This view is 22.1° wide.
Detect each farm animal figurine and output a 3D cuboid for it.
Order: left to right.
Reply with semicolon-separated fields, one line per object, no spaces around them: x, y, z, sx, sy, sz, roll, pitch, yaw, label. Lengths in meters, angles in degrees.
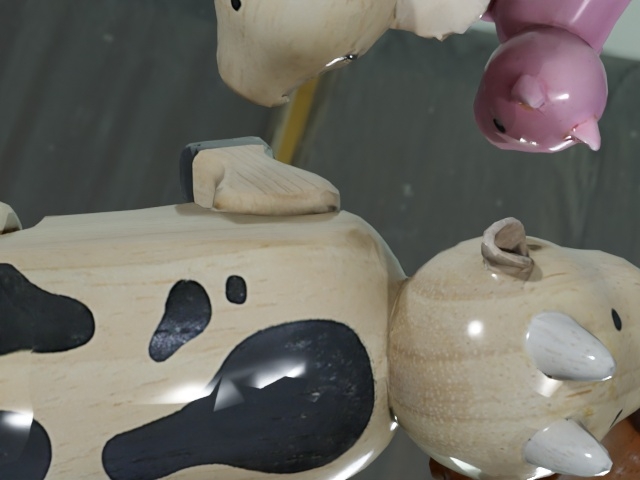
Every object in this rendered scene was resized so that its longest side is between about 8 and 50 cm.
0.000;0.000;0.452;0.330;0.327;0.172;70;168;-18;farm animal figurine
